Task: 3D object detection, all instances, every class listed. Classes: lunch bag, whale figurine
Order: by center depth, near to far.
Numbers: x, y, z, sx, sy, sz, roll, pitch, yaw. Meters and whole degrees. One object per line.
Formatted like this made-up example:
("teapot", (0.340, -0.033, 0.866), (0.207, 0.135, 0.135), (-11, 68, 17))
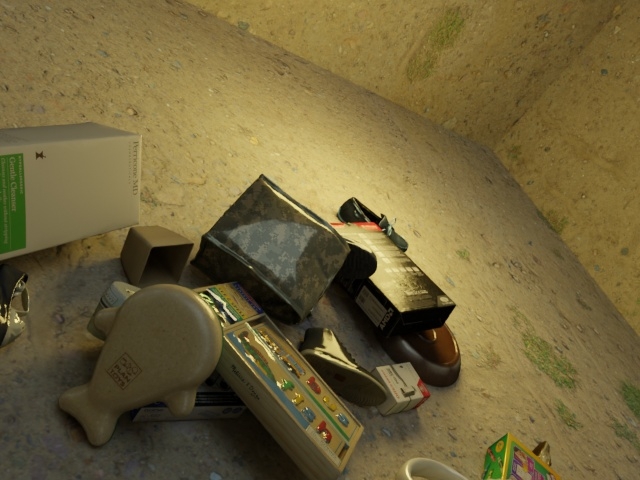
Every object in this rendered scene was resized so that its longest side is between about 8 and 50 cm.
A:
("whale figurine", (-0.275, 0.193, 0.997), (0.216, 0.272, 0.141), (44, -3, 8))
("lunch bag", (-0.099, 0.033, 1.415), (0.287, 0.169, 0.235), (36, 54, 0))

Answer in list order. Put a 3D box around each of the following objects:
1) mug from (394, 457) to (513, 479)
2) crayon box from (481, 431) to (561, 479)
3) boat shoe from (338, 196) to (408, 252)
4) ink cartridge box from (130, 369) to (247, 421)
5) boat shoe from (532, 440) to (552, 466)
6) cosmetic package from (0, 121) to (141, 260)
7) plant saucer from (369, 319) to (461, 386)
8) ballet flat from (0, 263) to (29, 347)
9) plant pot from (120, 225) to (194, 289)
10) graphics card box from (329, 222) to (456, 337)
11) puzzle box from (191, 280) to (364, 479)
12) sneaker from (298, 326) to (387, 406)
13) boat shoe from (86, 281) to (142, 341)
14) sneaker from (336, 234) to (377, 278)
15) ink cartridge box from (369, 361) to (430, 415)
("mug", (0.287, 0.532, 1.123), (0.328, 0.276, 0.374), (13, 21, -49))
("crayon box", (0.444, 0.581, 1.403), (0.165, 0.081, 0.278), (41, 29, 3))
("boat shoe", (0.178, -0.042, 1.978), (0.258, 0.089, 0.109), (29, 30, -18))
("ink cartridge box", (-0.237, 0.264, 1.110), (0.207, 0.046, 0.097), (11, 38, -40))
("boat shoe", (0.561, 0.565, 1.600), (0.045, 0.050, 0.135), (46, 39, 6))
("cosmetic package", (-0.505, -0.098, 1.126), (0.155, 0.196, 0.366), (16, 21, 27))
("plant saucer", (0.268, 0.254, 1.705), (0.311, 0.050, 0.310), (29, 31, -19))
("ballet flat", (-0.501, 0.116, 0.998), (0.074, 0.074, 0.203), (22, 31, -29))
("plant pot", (-0.341, 0.026, 1.277), (0.096, 0.109, 0.109), (40, 26, 28))
("graphics card box", (0.159, 0.092, 1.689), (0.233, 0.094, 0.371), (-2, 37, -43))
("puzzle box", (-0.087, 0.249, 1.179), (0.409, 0.052, 0.272), (48, 9, 8))
("sneaker", (0.056, 0.272, 1.396), (0.222, 0.083, 0.118), (32, 29, -10))
("boat shoe", (-0.281, 0.167, 1.145), (0.302, 0.094, 0.109), (35, 9, -40))
("sneaker", (0.000, 0.000, 1.596), (0.319, 0.112, 0.131), (18, 30, 9))
("ink cartridge box", (0.177, 0.342, 1.462), (0.135, 0.056, 0.099), (4, 45, -47))
